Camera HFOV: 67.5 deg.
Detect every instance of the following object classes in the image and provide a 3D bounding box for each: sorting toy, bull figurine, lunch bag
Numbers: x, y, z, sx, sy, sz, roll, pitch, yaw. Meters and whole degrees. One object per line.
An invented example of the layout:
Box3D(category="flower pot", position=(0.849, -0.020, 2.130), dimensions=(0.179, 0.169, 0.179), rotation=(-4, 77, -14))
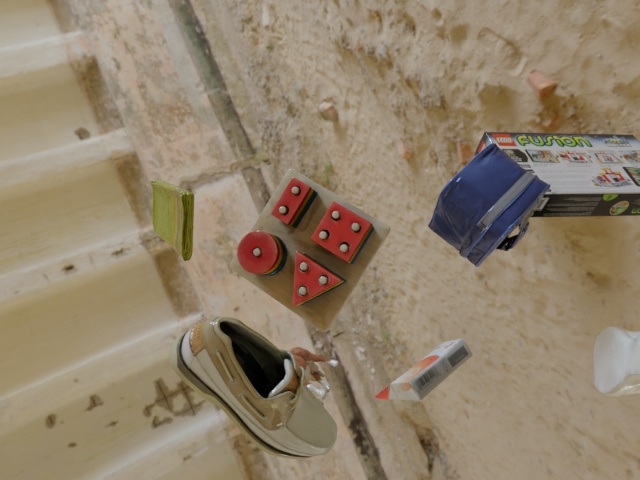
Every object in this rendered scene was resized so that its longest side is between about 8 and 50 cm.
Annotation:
Box3D(category="sorting toy", position=(-0.034, 0.013, 0.982), dimensions=(0.257, 0.255, 0.089), rotation=(32, -179, 15))
Box3D(category="bull figurine", position=(-0.068, 0.392, 1.333), dimensions=(0.310, 0.189, 0.101), rotation=(-49, -25, -69))
Box3D(category="lunch bag", position=(0.136, -0.021, 0.390), dimensions=(0.065, 0.067, 0.098), rotation=(44, 169, 18))

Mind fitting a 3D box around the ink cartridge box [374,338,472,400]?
Box3D(category="ink cartridge box", position=(0.186, 0.249, 0.924), dimensions=(0.045, 0.145, 0.179), rotation=(60, 154, 2))

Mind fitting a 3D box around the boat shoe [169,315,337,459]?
Box3D(category="boat shoe", position=(-0.075, 0.224, 0.708), dimensions=(0.302, 0.103, 0.113), rotation=(41, -146, -21))

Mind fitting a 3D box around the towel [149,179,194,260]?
Box3D(category="towel", position=(-0.251, -0.041, 0.790), dimensions=(0.237, 0.021, 0.102), rotation=(21, 109, 58))

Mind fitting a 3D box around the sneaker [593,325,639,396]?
Box3D(category="sneaker", position=(0.365, 0.131, 0.504), dimensions=(0.212, 0.094, 0.080), rotation=(70, -150, -71))

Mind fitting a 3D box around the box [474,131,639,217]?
Box3D(category="box", position=(0.300, -0.079, 0.559), dimensions=(0.036, 0.207, 0.114), rotation=(101, 164, -46))
